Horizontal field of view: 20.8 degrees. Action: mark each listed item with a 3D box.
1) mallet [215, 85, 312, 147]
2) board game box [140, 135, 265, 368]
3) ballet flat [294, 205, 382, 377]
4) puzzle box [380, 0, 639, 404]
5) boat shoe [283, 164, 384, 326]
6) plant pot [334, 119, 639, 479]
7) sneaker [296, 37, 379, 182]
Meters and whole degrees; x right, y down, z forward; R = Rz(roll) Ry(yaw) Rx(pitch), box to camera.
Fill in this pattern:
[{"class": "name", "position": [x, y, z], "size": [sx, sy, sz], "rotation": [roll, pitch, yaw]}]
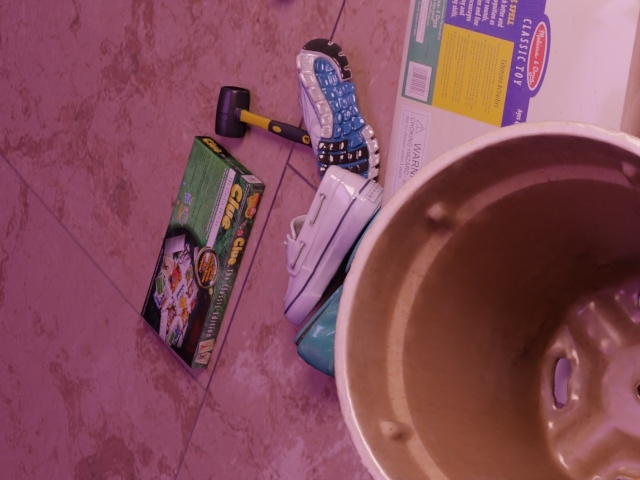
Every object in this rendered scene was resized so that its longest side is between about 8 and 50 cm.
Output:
[{"class": "mallet", "position": [-0.063, -0.127, 2.055], "size": [0.189, 0.039, 0.062], "rotation": [33, 116, 46]}, {"class": "board game box", "position": [-0.149, 0.015, 2.170], "size": [0.136, 0.030, 0.260], "rotation": [44, 123, 45]}, {"class": "ballet flat", "position": [0.059, 0.057, 1.881], "size": [0.087, 0.083, 0.247], "rotation": [42, 125, 15]}, {"class": "puzzle box", "position": [0.183, -0.074, 1.680], "size": [0.272, 0.052, 0.409], "rotation": [22, 112, 41]}, {"class": "boat shoe", "position": [0.000, 0.000, 1.913], "size": [0.076, 0.083, 0.226], "rotation": [36, 130, 5]}, {"class": "plant pot", "position": [0.228, 0.102, 1.427], "size": [0.334, 0.305, 0.334], "rotation": [-7, 74, 27]}, {"class": "sneaker", "position": [0.016, -0.125, 1.947], "size": [0.083, 0.071, 0.191], "rotation": [134, 125, -75]}]
